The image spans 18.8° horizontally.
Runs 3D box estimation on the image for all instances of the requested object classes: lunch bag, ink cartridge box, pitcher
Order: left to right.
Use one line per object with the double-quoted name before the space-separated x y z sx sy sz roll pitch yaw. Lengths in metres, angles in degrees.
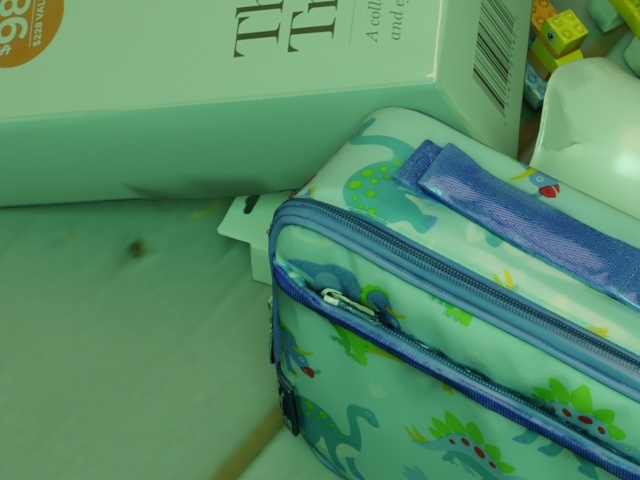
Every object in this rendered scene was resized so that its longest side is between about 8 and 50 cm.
"ink cartridge box" 0.000 0.000 0.883 0.083 0.028 0.048 19 54 15
"lunch bag" 0.083 0.053 0.747 0.219 0.176 0.090 28 57 21
"pitcher" 0.196 -0.017 0.844 0.207 0.125 0.178 20 20 8

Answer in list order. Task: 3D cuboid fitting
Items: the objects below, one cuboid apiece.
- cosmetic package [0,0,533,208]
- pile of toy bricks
"cosmetic package" -0.040 -0.204 0.895 0.284 0.097 0.377 -4 64 27
"pile of toy bricks" 0.093 -0.170 0.930 0.118 0.105 0.212 -26 71 -26
